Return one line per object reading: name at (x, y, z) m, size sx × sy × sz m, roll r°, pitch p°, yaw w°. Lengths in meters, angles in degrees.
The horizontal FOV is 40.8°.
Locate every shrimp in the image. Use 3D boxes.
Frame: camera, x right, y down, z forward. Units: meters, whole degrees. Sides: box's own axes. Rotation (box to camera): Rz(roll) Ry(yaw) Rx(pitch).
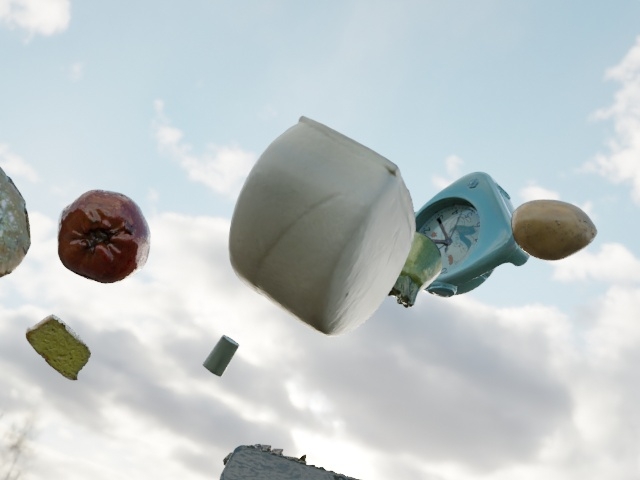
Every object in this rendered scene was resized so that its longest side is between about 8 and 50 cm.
shrimp at (-0.679, -0.066, 1.482) m, size 0.085 × 0.271 × 0.445 m, roll -13°, pitch -12°, yaw 29°

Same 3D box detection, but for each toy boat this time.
toy boat at (-0.112, 0.448, 1.742) m, size 0.206 × 0.064 × 0.072 m, roll -10°, pitch -73°, yaw 36°

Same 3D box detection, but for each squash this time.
squash at (0.126, 0.058, 1.345) m, size 0.105 × 0.132 × 0.105 m, roll 9°, pitch -61°, yaw 17°

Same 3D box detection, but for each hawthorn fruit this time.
hawthorn fruit at (-0.482, 0.004, 1.961) m, size 0.211 × 0.211 × 0.299 m, roll 17°, pitch -12°, yaw 6°

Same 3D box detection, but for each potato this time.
potato at (0.408, -0.023, 1.517) m, size 0.147 × 0.112 × 0.112 m, roll 10°, pitch -24°, yaw -9°

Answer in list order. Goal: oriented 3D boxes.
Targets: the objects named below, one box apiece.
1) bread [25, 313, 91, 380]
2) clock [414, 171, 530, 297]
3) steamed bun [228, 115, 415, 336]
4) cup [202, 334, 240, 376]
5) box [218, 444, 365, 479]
bread at (-0.664, 0.268, 2.189) m, size 0.187 × 0.103 × 0.065 m, roll 49°, pitch -10°, yaw -26°
clock at (0.266, 0.007, 1.714) m, size 0.274 × 0.223 × 0.094 m, roll -34°, pitch -46°, yaw 24°
steamed bun at (0.000, 0.000, 0.889) m, size 0.146 × 0.164 × 0.241 m, roll 31°, pitch -10°, yaw 19°
cup at (-0.220, 0.262, 1.958) m, size 0.054 × 0.083 × 0.075 m, roll 33°, pitch 1°, yaw 27°
box at (-0.038, 0.383, 1.112) m, size 0.274 × 0.178 × 0.138 m, roll 15°, pitch 20°, yaw 5°
